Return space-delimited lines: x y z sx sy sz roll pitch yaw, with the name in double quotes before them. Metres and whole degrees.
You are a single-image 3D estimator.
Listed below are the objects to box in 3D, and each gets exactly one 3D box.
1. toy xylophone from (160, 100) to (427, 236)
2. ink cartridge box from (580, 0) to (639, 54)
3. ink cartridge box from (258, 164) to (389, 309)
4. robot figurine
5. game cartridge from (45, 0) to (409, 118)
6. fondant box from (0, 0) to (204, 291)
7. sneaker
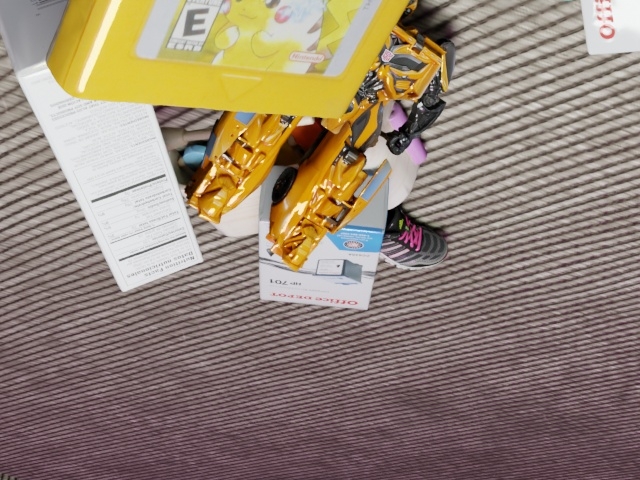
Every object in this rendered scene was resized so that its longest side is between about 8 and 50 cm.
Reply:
"toy xylophone" -0.045 -0.094 1.166 0.323 0.081 0.236 -5 149 17
"ink cartridge box" 0.307 -0.235 0.776 0.208 0.087 0.153 0 125 29
"ink cartridge box" 0.000 0.000 1.159 0.140 0.082 0.190 5 149 0
"robot figurine" 0.007 -0.121 0.978 0.211 0.085 0.291 30 106 -25
"game cartridge" -0.014 -0.233 0.719 0.285 0.052 0.323 -3 136 -44
"fondant box" -0.216 -0.138 0.937 0.096 0.238 0.330 -21 148 -10
"sneaker" 0.099 -0.011 1.308 0.170 0.063 0.075 20 154 -15
